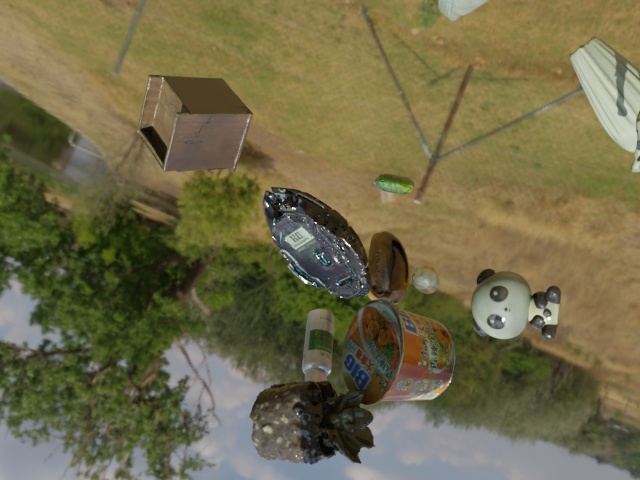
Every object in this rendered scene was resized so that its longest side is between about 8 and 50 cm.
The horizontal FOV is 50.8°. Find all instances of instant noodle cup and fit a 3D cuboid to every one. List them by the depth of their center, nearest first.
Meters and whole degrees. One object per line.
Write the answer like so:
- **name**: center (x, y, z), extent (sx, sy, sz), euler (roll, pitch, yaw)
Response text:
- **instant noodle cup**: center (0.224, 0.323, 1.885), extent (0.213, 0.297, 0.296), euler (13, 180, -29)

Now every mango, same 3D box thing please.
- **mango**: center (0.213, 0.093, 2.217), extent (0.155, 0.249, 0.151), euler (-8, 169, 8)

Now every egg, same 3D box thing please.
- **egg**: center (0.286, 0.107, 1.808), extent (0.071, 0.071, 0.083), euler (16, 161, 48)

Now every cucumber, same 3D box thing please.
- **cucumber**: center (0.212, -0.166, 1.940), extent (0.056, 0.056, 0.250), euler (24, -179, -23)

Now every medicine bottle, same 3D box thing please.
- **medicine bottle**: center (-0.008, 0.343, 2.114), extent (0.095, 0.260, 0.095), euler (4, 142, 3)

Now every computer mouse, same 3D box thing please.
- **computer mouse**: center (0.000, 0.000, 1.099), extent (0.242, 0.078, 0.146), euler (47, 135, -14)

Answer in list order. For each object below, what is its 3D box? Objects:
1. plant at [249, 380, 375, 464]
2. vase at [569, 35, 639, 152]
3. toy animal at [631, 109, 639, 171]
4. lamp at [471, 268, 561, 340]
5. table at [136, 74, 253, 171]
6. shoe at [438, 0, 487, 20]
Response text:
- **plant**: center (-0.013, 0.482, 1.790), extent (0.312, 0.215, 0.213), euler (-6, 170, 33)
- **vase**: center (0.613, -0.305, 1.387), extent (0.248, 0.128, 0.128), euler (56, 179, 8)
- **toy animal**: center (0.613, -0.228, 1.181), extent (0.089, 0.255, 0.170), euler (12, 159, 35)
- **lamp**: center (0.551, 0.187, 1.912), extent (0.243, 0.198, 0.197), euler (7, 169, 26)
- **table**: center (-0.299, -0.269, 1.581), extent (0.193, 0.173, 0.169), euler (-8, -134, -39)
- **shoe**: center (0.247, -0.422, 1.086), extent (0.100, 0.103, 0.251), euler (19, -177, 5)
